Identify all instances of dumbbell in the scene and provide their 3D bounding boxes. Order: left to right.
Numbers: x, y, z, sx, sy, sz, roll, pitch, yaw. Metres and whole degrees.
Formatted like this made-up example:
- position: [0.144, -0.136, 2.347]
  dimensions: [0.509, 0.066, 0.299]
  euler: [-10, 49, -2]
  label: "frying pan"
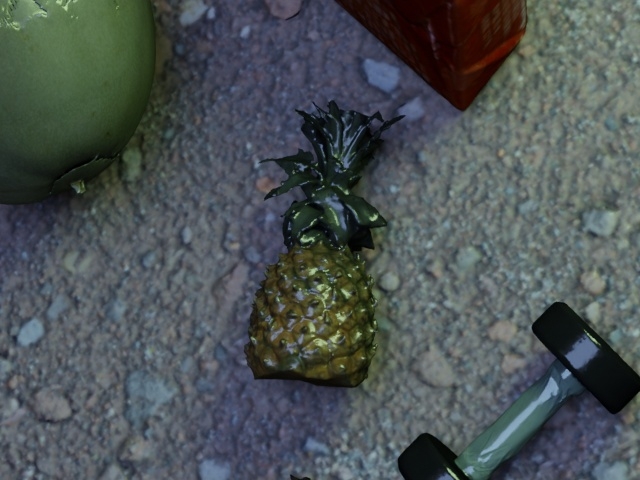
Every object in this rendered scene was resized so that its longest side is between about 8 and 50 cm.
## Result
- position: [0.159, 0.147, 1.437]
  dimensions: [0.191, 0.100, 0.100]
  euler: [-46, 71, 4]
  label: "dumbbell"

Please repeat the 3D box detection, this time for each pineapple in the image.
- position: [0.000, 0.000, 1.508]
  dimensions: [0.125, 0.125, 0.251]
  euler: [5, 75, 17]
  label: "pineapple"

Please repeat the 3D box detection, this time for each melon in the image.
- position: [-0.277, -0.185, 1.535]
  dimensions: [0.268, 0.268, 0.330]
  euler: [-24, 86, 10]
  label: "melon"

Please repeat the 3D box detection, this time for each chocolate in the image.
- position: [0.065, -0.250, 1.474]
  dimensions: [0.108, 0.235, 0.237]
  euler: [-42, 71, -7]
  label: "chocolate"

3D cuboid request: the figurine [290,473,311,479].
- position: [-0.033, 0.327, 1.428]
  dimensions: [0.175, 0.197, 0.265]
  euler: [-30, 76, 34]
  label: "figurine"
